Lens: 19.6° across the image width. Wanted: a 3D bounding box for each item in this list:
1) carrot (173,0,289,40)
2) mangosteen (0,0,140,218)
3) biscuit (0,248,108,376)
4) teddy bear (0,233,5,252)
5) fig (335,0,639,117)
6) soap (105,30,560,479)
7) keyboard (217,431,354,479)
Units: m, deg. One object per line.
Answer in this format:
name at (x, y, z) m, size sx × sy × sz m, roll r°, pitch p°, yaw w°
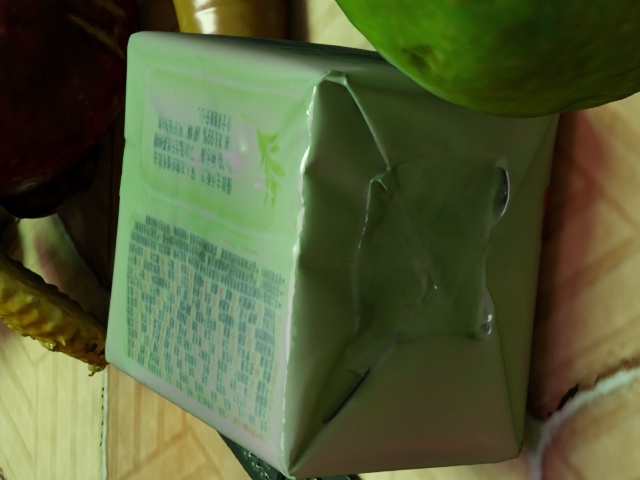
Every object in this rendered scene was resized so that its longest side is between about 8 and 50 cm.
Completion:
carrot at (-0.044, -0.078, 1.028) m, size 0.069 × 0.069 × 0.336 m, roll -15°, pitch 81°, yaw 57°
mangosteen at (-0.216, -0.111, 1.191) m, size 0.257 × 0.215 × 0.215 m, roll 82°, pitch 165°, yaw -55°
biscuit at (-0.235, 0.008, 1.179) m, size 0.035 × 0.254 × 0.254 m, roll -56°, pitch 37°, yaw -3°
teddy bear at (-0.315, -0.060, 1.367) m, size 0.144 × 0.171 × 0.251 m, roll -7°, pitch 96°, yaw 46°
fig at (0.125, -0.172, 0.666) m, size 0.275 × 0.206 × 0.206 m, roll -31°, pitch 63°, yaw 30°
soap at (0.000, 0.000, 0.888) m, size 0.199 × 0.138 × 0.182 m, roll 21°, pitch 107°, yaw 56°
keyboard at (-0.034, 0.111, 1.060) m, size 0.196 × 0.015 × 0.074 m, roll 49°, pitch 130°, yaw 46°
